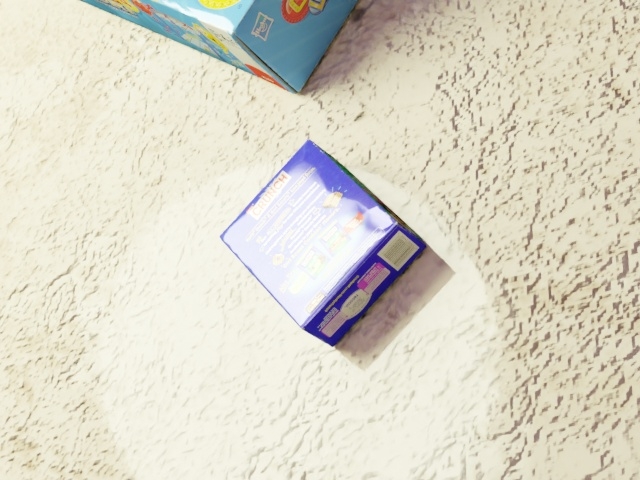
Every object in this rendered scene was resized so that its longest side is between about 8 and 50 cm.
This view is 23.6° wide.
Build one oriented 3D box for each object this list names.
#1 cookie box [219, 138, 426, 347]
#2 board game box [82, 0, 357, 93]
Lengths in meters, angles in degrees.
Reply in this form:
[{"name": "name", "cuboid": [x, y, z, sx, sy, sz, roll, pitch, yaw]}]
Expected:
[{"name": "cookie box", "cuboid": [0.000, 0.000, 0.988, 0.092, 0.040, 0.107, -47, 49, 4]}, {"name": "board game box", "cuboid": [-0.057, -0.298, 1.157, 0.302, 0.086, 0.308, 27, 83, 41]}]
